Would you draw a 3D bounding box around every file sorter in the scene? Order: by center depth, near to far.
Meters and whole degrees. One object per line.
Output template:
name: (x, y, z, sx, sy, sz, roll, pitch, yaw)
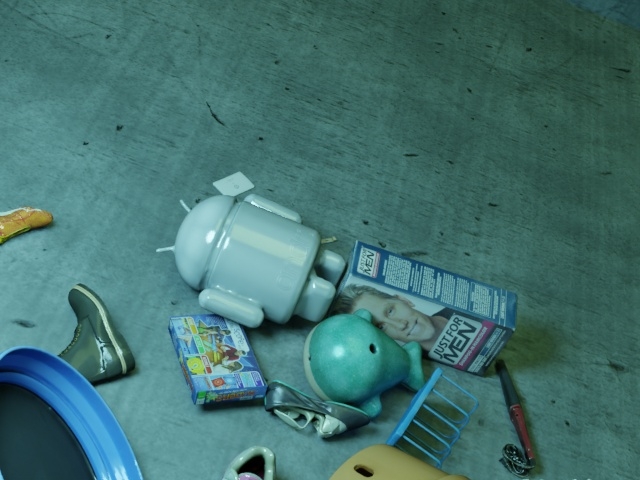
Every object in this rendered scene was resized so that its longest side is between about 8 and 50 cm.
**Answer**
file sorter: (0.201, 0.348, 1.911, 0.104, 0.118, 0.170, 35, 53, 7)

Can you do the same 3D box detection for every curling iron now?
curling iron: (0.380, 0.346, 2.059, 0.068, 0.035, 0.274, 12, 45, -12)

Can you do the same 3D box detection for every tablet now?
tablet: (-0.192, -0.123, 2.294, 0.083, 0.006, 0.054, -28, 63, -39)

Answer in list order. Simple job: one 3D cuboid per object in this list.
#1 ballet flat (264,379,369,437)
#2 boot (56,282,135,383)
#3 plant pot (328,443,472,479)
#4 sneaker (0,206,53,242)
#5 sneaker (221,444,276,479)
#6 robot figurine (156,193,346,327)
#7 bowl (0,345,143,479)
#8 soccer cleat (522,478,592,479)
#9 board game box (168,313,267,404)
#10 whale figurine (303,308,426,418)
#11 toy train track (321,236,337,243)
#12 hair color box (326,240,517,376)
ballet flat: (-0.011, 0.323, 1.899, 0.203, 0.074, 0.074, 21, 44, -4)
boot: (-0.440, 0.175, 1.860, 0.137, 0.077, 0.198, -23, 59, -31)
plant pot: (0.119, 0.470, 1.679, 0.291, 0.291, 0.203, -22, 43, -37)
sneaker: (-0.605, -0.025, 2.001, 0.175, 0.064, 0.067, -9, 72, -23)
sneaker: (-0.137, 0.437, 1.701, 0.103, 0.111, 0.252, 19, 44, -5)
robot figurine: (-0.134, 0.034, 2.026, 0.353, 0.200, 0.300, 21, 48, -2)
bowl: (-0.395, 0.347, 1.540, 0.077, 0.391, 0.391, -29, 52, 11)
soccer cleat: (0.419, 0.495, 1.904, 0.248, 0.083, 0.095, 2, 52, -24)
board game box: (-0.193, 0.215, 1.921, 0.136, 0.035, 0.201, -1, 39, -23)
whale figurine: (0.103, 0.228, 1.971, 0.272, 0.141, 0.216, 10, 64, -30)
toy train track: (0.000, 0.000, 2.250, 0.083, 0.014, 0.048, -9, 52, -30)
hair color box: (0.202, 0.140, 2.083, 0.347, 0.174, 0.105, 19, 45, -4)
